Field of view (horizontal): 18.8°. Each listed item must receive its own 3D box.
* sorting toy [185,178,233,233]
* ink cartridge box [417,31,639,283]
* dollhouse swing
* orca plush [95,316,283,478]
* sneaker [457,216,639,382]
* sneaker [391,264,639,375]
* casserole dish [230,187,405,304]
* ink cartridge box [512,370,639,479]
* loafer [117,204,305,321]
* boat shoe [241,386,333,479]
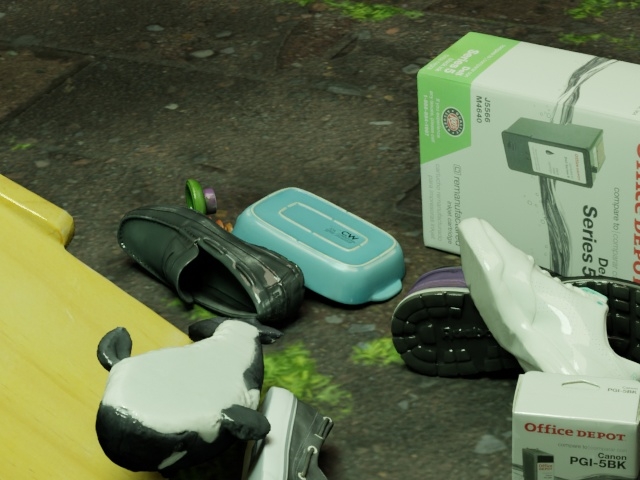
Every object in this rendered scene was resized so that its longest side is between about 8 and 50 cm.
[{"bbox_3d":[-0.106,-0.018,1.950,0.042,0.061,0.102,-10,53,-13],"label":"sorting toy"},{"bbox_3d":[0.239,-0.071,1.865,0.273,0.198,0.115,15,34,31],"label":"ink cartridge box"},{"bbox_3d":[-0.321,0.157,1.661,0.315,0.305,0.347,-36,12,32],"label":"dollhouse swing"},{"bbox_3d":[-0.122,0.138,1.573,0.151,0.102,0.287,24,19,-5],"label":"orca plush"},{"bbox_3d":[0.195,0.057,1.634,0.094,0.080,0.212,-27,62,-11],"label":"sneaker"},{"bbox_3d":[0.214,0.057,1.742,0.283,0.107,0.124,5,25,15],"label":"sneaker"},{"bbox_3d":[0.000,0.000,1.894,0.188,0.037,0.114,29,37,26],"label":"casserole dish"},{"bbox_3d":[0.198,0.175,1.492,0.099,0.135,0.056,4,31,14],"label":"ink cartridge box"},{"bbox_3d":[-0.117,0.022,1.861,0.223,0.076,0.078,23,30,32],"label":"loafer"},{"bbox_3d":[-0.024,0.202,1.543,0.076,0.080,0.228,23,24,-7],"label":"boat shoe"}]
